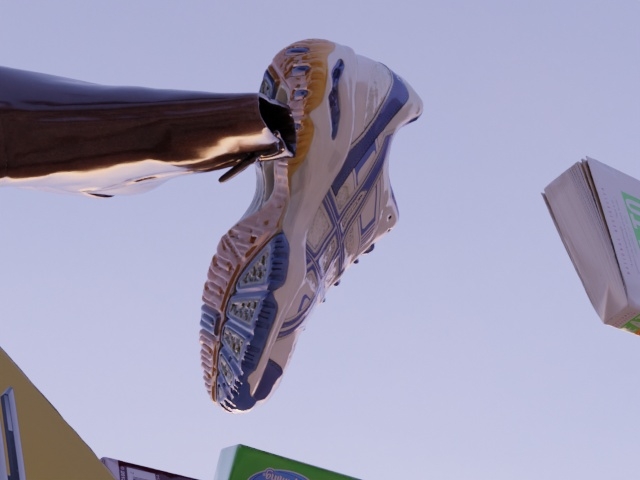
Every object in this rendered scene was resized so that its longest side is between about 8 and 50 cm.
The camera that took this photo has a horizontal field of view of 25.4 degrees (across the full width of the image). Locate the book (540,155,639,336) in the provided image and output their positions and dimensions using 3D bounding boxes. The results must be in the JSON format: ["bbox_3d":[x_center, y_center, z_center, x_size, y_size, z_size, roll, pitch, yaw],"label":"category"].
[{"bbox_3d":[0.193,0.020,0.775,0.144,0.096,0.035,18,-46,-36],"label":"book"}]

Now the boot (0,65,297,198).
[{"bbox_3d":[-0.137,-0.078,0.869,0.207,0.090,0.248,-7,-7,14],"label":"boot"}]

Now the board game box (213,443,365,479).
[{"bbox_3d":[0.017,0.306,0.836,0.242,0.316,0.064,17,-15,-9],"label":"board game box"}]

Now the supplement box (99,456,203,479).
[{"bbox_3d":[-0.092,0.243,1.056,0.239,0.073,0.130,22,-49,-35],"label":"supplement box"}]

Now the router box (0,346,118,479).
[{"bbox_3d":[-0.175,0.126,0.381,0.243,0.309,0.081,48,-60,-1],"label":"router box"}]

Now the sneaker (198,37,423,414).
[{"bbox_3d":[0.000,0.000,1.097,0.131,0.112,0.296,13,-81,-33],"label":"sneaker"}]
